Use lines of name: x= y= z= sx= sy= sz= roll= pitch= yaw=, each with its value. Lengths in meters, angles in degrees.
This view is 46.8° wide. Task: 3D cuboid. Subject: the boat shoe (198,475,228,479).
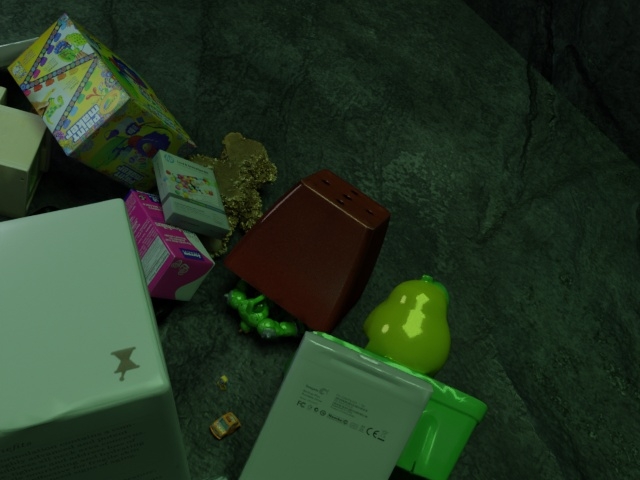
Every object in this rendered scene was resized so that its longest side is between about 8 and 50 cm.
boat shoe: x=-0.271 y=0.480 z=1.190 sx=0.302 sy=0.109 sz=0.094 roll=-21 pitch=86 yaw=-34

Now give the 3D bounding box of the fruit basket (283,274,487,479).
fruit basket: x=0.129 y=0.258 z=1.433 sx=0.392 sy=0.283 sz=0.392 roll=7 pitch=62 yaw=-13

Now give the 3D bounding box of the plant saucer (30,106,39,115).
plant saucer: x=-0.647 y=-0.298 z=1.763 sx=0.083 sy=0.013 sz=0.083 roll=14 pitch=46 yaw=-15

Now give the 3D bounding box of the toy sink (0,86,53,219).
toy sink: x=-0.647 y=-0.186 z=1.564 sx=0.131 sy=0.153 sz=0.234 roll=14 pitch=45 yaw=-14

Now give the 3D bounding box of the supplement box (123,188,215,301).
supplement box: x=-0.330 y=0.010 z=1.520 sx=0.111 sy=0.114 sz=0.220 roll=13 pitch=31 yaw=-51

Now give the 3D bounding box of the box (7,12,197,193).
box: x=-0.469 y=-0.285 z=1.621 sx=0.279 sy=0.177 sz=0.290 roll=51 pitch=6 yaw=21

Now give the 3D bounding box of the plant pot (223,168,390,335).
plant pot: x=0.000 y=0.000 z=1.583 sx=0.267 sy=0.235 sz=0.267 roll=35 pitch=22 yaw=8

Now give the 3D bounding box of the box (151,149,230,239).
box: x=-0.277 y=-0.097 z=1.576 sx=0.145 sy=0.038 sz=0.186 roll=20 pitch=36 yaw=-41

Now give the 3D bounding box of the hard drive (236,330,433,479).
hard drive: x=0.011 y=0.355 z=1.263 sx=0.233 sy=0.353 sz=0.047 roll=23 pitch=13 yaw=-4

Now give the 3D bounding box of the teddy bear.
teddy bear: x=-0.237 y=-0.100 z=1.731 sx=0.245 sy=0.113 sz=0.338 roll=13 pitch=53 yaw=-5

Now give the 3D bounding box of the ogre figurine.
ogre figurine: x=-0.121 y=0.141 z=1.559 sx=0.118 sy=0.097 sz=0.197 roll=-19 pitch=72 yaw=-50

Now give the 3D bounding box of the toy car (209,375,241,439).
toy car: x=-0.189 y=0.313 z=1.407 sx=0.060 sy=0.040 sz=0.122 roll=-6 pitch=54 yaw=-30

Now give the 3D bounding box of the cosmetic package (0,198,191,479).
cosmetic package: x=-0.397 y=0.207 z=1.101 sx=0.329 sy=0.393 sz=0.327 roll=-13 pitch=56 yaw=-14

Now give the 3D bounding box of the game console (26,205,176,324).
game console: x=-0.477 y=0.070 z=1.490 sx=0.361 sy=0.044 sz=0.213 roll=40 pitch=45 yaw=13

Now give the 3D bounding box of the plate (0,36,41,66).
plate: x=-0.743 y=-0.403 z=1.656 sx=0.278 sy=0.045 sz=0.277 roll=-16 pitch=19 yaw=-10
